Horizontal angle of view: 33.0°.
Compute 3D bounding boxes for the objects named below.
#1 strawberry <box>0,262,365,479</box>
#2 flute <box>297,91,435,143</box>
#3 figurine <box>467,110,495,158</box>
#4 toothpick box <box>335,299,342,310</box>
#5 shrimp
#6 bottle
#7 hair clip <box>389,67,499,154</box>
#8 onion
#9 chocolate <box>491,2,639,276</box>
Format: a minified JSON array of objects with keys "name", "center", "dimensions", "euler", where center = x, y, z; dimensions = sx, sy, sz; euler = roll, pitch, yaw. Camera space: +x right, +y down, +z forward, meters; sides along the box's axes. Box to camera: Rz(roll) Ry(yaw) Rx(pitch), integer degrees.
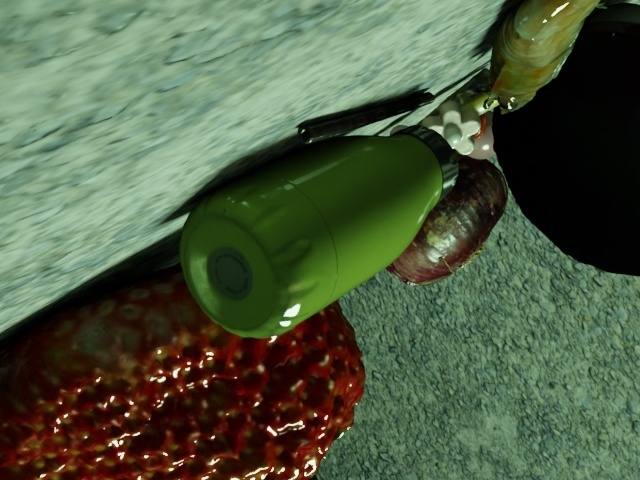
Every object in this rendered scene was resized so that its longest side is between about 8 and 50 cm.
[{"name":"strawberry","center":[-0.137,0.136,0.937],"dimensions":[0.351,0.267,0.312],"euler":[13,114,-44]},{"name":"flute","center":[0.042,-0.097,0.827],"dimensions":[0.014,0.014,0.269],"euler":[-34,178,27]},{"name":"figurine","center":[0.215,-0.143,1.463],"dimensions":[0.071,0.067,0.083],"euler":[-4,175,-40]},{"name":"toothpick box","center":[-0.146,0.169,1.537],"dimensions":[0.333,0.204,0.204],"euler":[-30,176,-40]},{"name":"shrimp","center":[0.197,-0.175,0.822],"dimensions":[0.169,0.058,0.296],"euler":[-35,174,-7]},{"name":"bottle","center":[0.014,-0.022,0.824],"dimensions":[0.112,0.112,0.260],"euler":[-35,177,43]},{"name":"hair clip","center":[0.089,-0.090,1.036],"dimensions":[0.214,0.062,0.056],"euler":[-34,-141,6]},{"name":"onion","center":[0.187,-0.042,1.736],"dimensions":[0.246,0.190,0.246],"euler":[-52,-178,3]},{"name":"chocolate","center":[0.347,-0.128,1.171],"dimensions":[0.186,0.283,0.283],"euler":[-32,178,-37]}]
